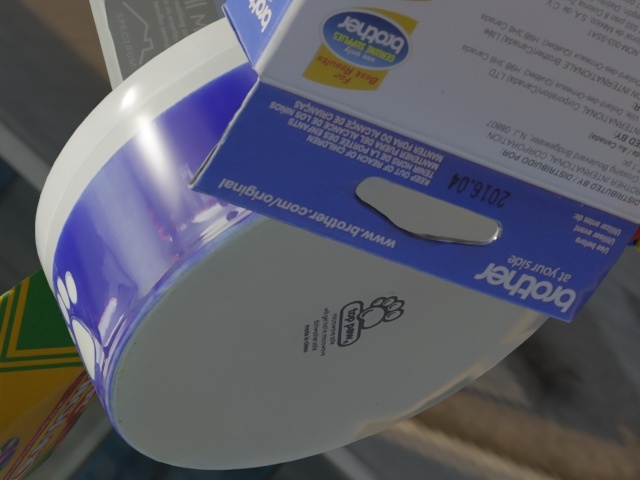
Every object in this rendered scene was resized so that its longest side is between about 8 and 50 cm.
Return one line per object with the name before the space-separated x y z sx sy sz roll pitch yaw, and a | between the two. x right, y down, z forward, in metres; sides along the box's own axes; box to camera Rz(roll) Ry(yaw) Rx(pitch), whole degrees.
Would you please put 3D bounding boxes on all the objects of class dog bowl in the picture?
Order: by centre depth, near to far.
dog bowl | 0.000 0.000 0.919 0.104 0.265 0.265 64 -178 30

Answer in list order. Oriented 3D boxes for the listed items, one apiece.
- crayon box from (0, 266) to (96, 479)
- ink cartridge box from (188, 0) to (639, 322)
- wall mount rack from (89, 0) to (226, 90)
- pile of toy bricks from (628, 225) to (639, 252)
crayon box | -0.248 0.133 1.298 0.081 0.202 0.318 41 -147 4
ink cartridge box | 0.095 -0.126 0.650 0.185 0.311 0.065 18 -156 -29
wall mount rack | -0.010 -0.114 1.174 0.130 0.304 0.350 -11 95 56
pile of toy bricks | 0.229 -0.058 0.876 0.118 0.212 0.105 33 135 46
